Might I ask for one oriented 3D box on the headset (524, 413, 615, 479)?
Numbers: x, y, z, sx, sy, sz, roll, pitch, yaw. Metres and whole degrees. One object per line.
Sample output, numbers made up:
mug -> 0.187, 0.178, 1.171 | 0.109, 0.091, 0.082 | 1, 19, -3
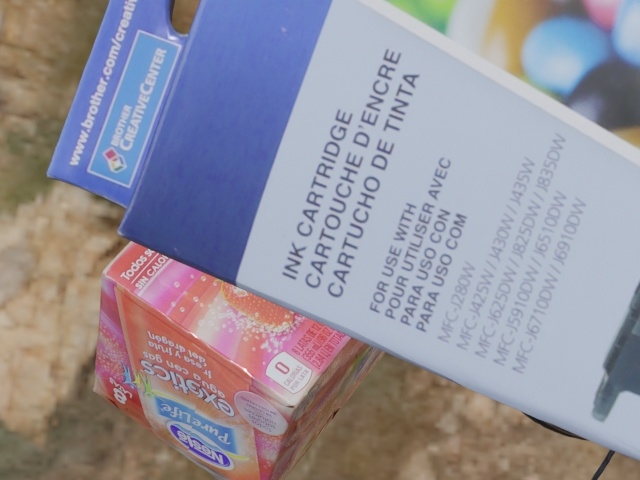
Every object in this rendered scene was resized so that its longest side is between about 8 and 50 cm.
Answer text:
headset -> 0.244, 0.067, 1.217 | 0.185, 0.243, 0.394 | 1, 106, 22

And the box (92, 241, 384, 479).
box -> 0.000, 0.000, 1.056 | 0.300, 0.142, 0.154 | -49, -13, -31

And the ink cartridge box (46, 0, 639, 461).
ink cartridge box -> 0.073, -0.048, 0.435 | 0.311, 0.065, 0.186 | 23, 96, 20
